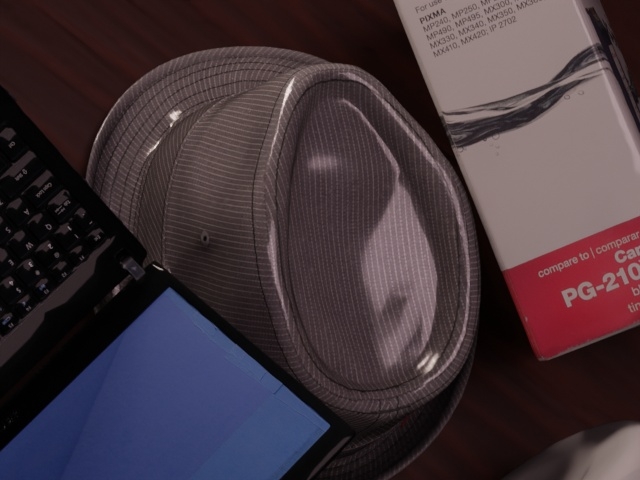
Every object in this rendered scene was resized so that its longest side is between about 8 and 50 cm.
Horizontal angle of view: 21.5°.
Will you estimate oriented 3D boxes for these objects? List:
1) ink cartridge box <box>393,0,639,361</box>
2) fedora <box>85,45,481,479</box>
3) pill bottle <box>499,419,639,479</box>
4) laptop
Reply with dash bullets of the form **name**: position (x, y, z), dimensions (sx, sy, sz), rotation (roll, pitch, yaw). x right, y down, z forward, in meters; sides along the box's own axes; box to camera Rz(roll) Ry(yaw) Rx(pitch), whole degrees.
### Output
- **ink cartridge box**: position (0.138, -0.060, 0.982), dimensions (0.100, 0.172, 0.237), rotation (-23, 83, 14)
- **fedora**: position (0.000, 0.000, 0.935), dimensions (0.243, 0.124, 0.275), rotation (1, 75, -25)
- **pill bottle**: position (0.199, 0.278, 0.909), dimensions (0.188, 0.188, 0.334), rotation (-38, 93, -28)
- **laptop**: position (-0.166, 0.070, 0.797), dimensions (0.234, 0.136, 0.264), rotation (-45, 113, -13)
